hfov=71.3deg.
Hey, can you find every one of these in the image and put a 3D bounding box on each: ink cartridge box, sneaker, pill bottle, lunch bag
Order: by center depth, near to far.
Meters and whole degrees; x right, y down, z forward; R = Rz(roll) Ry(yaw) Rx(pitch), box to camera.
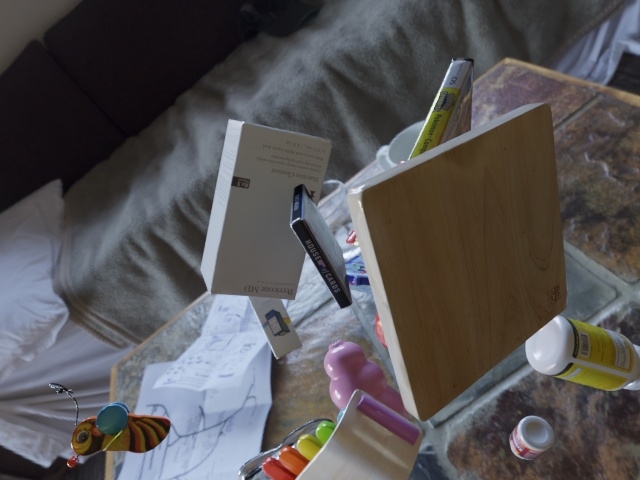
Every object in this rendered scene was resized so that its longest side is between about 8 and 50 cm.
[{"bbox_3d":[0.553,0.529,1.182,0.086,0.151,0.085,-4,51,5],"label":"pill bottle"},{"bbox_3d":[0.842,0.359,1.395,0.188,0.335,0.187,-163,90,-81],"label":"pill bottle"},{"bbox_3d":[-0.143,0.258,1.403,0.093,0.154,0.212,-23,78,-10],"label":"ink cartridge box"},{"bbox_3d":[0.173,0.136,1.558,0.221,0.293,0.137,6,93,25],"label":"lunch bag"},{"bbox_3d":[-0.089,0.948,1.833,0.448,0.169,0.257,-28,47,-16],"label":"sneaker"}]

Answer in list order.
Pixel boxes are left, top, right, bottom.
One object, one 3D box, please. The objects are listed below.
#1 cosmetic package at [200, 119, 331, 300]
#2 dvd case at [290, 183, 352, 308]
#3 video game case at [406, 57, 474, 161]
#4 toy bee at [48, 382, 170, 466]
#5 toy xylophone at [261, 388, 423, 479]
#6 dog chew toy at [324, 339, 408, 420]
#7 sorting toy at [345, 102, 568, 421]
[{"bbox_3d":[-0.135,-0.067,1.039,0.156,0.218,0.384,-145,64,-63],"label":"cosmetic package"},{"bbox_3d":[0.000,0.000,0.844,0.030,0.179,0.238,-27,19,9],"label":"dvd case"},{"bbox_3d":[0.191,-0.092,0.697,0.035,0.274,0.248,12,56,25],"label":"video game case"},{"bbox_3d":[-0.539,0.481,1.108,0.299,0.195,0.162,15,70,8],"label":"toy bee"},{"bbox_3d":[0.046,0.387,0.680,0.322,0.236,0.081,-51,-1,31],"label":"toy xylophone"},{"bbox_3d":[0.122,0.459,1.353,0.207,0.207,0.331,-31,83,15],"label":"dog chew toy"},{"bbox_3d":[0.148,0.014,0.493,0.256,0.256,0.089,-27,24,-24],"label":"sorting toy"}]
